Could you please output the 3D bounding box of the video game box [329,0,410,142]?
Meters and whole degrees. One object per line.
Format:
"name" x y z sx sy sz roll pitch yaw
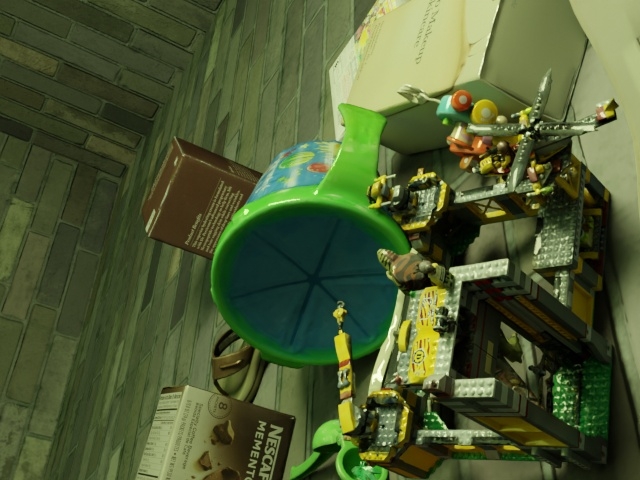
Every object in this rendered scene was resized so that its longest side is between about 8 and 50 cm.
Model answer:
"video game box" 0.082 -0.268 1.206 0.187 0.048 0.205 -53 27 37

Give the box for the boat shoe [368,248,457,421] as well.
"boat shoe" 0.116 0.085 0.804 0.079 0.084 0.233 4 61 27

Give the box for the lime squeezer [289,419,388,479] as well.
"lime squeezer" 0.025 0.260 0.851 0.310 0.058 0.110 12 80 67

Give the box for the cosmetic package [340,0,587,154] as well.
"cosmetic package" 0.155 -0.203 0.899 0.309 0.113 0.160 -4 66 67

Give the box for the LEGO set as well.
"LEGO set" 0.102 0.033 0.633 0.254 0.192 0.331 -2 63 47

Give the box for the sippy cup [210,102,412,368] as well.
"sippy cup" -0.002 -0.007 0.962 0.305 0.240 0.224 -31 27 22

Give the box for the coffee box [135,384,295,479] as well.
"coffee box" -0.160 0.357 1.038 0.119 0.168 0.297 -24 48 59

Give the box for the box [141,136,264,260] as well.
"box" -0.210 -0.070 1.488 0.169 0.203 0.167 -63 22 11

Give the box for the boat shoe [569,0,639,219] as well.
"boat shoe" 0.282 -0.074 0.508 0.127 0.158 0.341 -25 76 53

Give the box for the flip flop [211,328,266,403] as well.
"flip flop" -0.124 0.170 1.237 0.277 0.080 0.112 -60 24 19

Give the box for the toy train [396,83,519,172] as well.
"toy train" 0.148 -0.101 0.793 0.125 0.166 0.046 14 83 43
